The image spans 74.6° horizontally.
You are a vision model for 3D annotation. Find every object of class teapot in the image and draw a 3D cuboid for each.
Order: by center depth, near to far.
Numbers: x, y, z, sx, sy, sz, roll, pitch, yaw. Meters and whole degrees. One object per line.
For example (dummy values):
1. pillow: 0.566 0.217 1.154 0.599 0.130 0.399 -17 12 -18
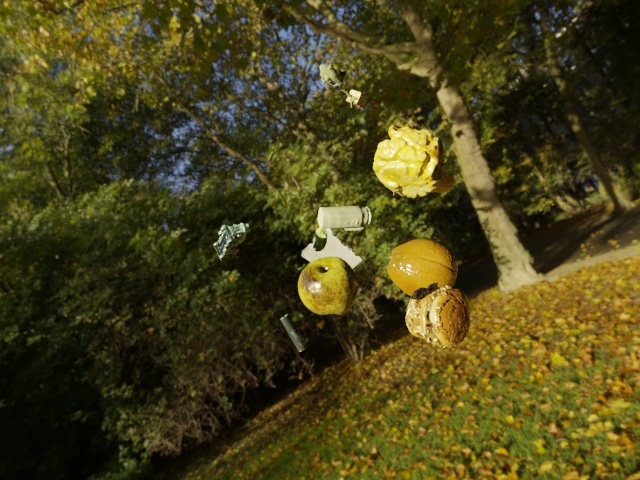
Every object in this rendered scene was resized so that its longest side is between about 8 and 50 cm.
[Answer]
1. teapot: 0.094 -0.078 1.644 0.201 0.077 0.107 -3 -52 -13

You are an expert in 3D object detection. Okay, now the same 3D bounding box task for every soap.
1. soap: 0.052 0.083 2.196 0.159 0.258 0.302 -51 3 -12

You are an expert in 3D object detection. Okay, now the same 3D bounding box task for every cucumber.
1. cucumber: 0.000 0.001 1.808 0.058 0.058 0.187 -24 -17 -12

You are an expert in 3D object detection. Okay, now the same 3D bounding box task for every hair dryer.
1. hair dryer: -0.108 0.405 1.802 0.050 0.173 0.195 -32 0 -12

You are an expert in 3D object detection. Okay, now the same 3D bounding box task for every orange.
1. orange: 0.532 0.145 2.219 0.357 0.321 0.322 17 -14 -3

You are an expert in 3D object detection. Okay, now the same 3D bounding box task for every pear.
1. pear: 0.027 0.158 1.385 0.197 0.197 0.197 -25 -9 -4

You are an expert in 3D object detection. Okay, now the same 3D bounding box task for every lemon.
1. lemon: 0.614 -0.302 2.164 0.155 0.114 0.114 5 -5 9

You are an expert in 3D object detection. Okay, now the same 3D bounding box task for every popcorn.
1. popcorn: 0.423 -0.387 1.972 0.349 0.381 0.349 11 -27 6

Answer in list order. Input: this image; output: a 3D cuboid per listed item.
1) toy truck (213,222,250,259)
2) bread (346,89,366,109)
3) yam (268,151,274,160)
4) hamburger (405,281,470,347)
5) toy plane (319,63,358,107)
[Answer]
1. toy truck: -0.490 -0.001 2.334 0.140 0.108 0.256 -13 -27 -37
2. bread: 0.224 -0.854 2.541 0.109 0.080 0.084 9 -74 -61
3. yam: -0.242 -0.414 2.062 0.014 0.014 0.107 -22 -3 -20
4. hamburger: 0.471 0.310 1.672 0.261 0.245 0.211 -30 9 -32
5. toy plane: 0.087 -0.719 1.947 0.108 0.091 0.286 2 -16 45
